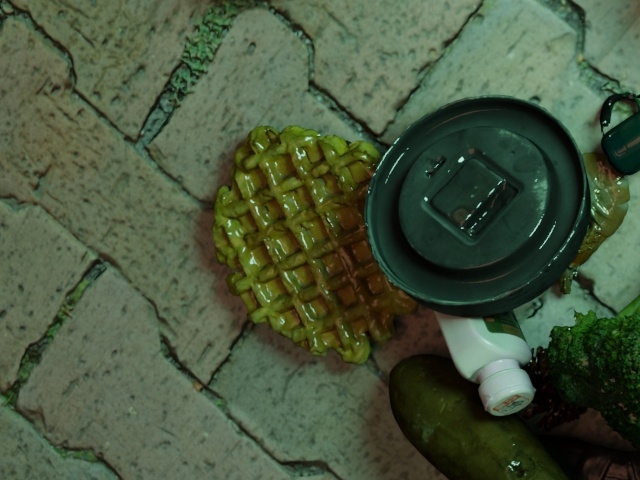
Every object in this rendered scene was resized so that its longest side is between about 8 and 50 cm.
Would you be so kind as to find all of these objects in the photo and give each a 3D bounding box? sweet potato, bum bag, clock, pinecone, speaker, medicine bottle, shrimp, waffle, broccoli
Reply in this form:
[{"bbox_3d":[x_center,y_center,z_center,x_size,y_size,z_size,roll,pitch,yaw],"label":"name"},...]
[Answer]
[{"bbox_3d":[0.221,0.275,1.891,0.423,0.130,0.130,43,118,34],"label":"sweet potato"},{"bbox_3d":[0.365,0.322,1.899,0.326,0.080,0.142,5,100,28],"label":"bum bag"},{"bbox_3d":[0.188,-0.041,1.842,0.281,0.055,0.280,-10,62,20],"label":"clock"},{"bbox_3d":[0.282,0.182,1.906,0.109,0.102,0.102,44,120,43],"label":"pinecone"},{"bbox_3d":[0.365,-0.131,1.809,0.075,0.060,0.094,-35,84,27],"label":"speaker"},{"bbox_3d":[0.195,0.106,1.871,0.078,0.115,0.219,-38,54,27],"label":"medicine bottle"},{"bbox_3d":[0.318,-0.019,1.868,0.091,0.043,0.184,24,110,17],"label":"shrimp"},{"bbox_3d":[0.000,0.000,2.021,0.325,0.068,0.302,23,111,19],"label":"waffle"},{"bbox_3d":[0.426,0.127,1.736,0.304,0.321,0.283,-8,62,44],"label":"broccoli"}]
